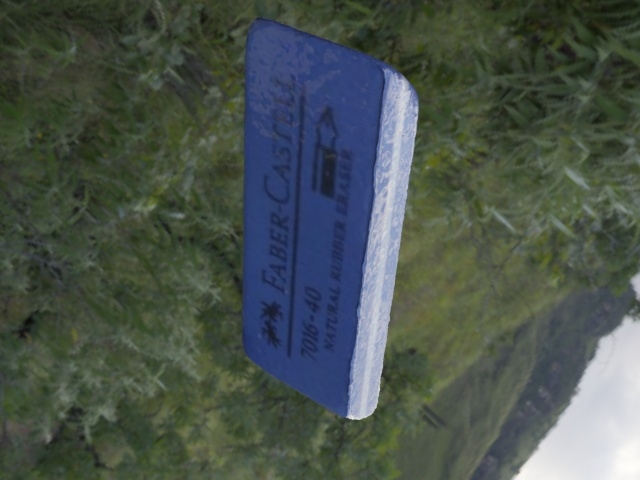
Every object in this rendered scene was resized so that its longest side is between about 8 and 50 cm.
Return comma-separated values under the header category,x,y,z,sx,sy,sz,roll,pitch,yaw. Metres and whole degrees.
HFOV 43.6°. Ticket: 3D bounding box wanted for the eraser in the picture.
category,x,y,z,sx,sy,sz,roll,pitch,yaw
eraser,0.000,0.000,0.410,0.036,0.082,0.225,-32,139,-42
